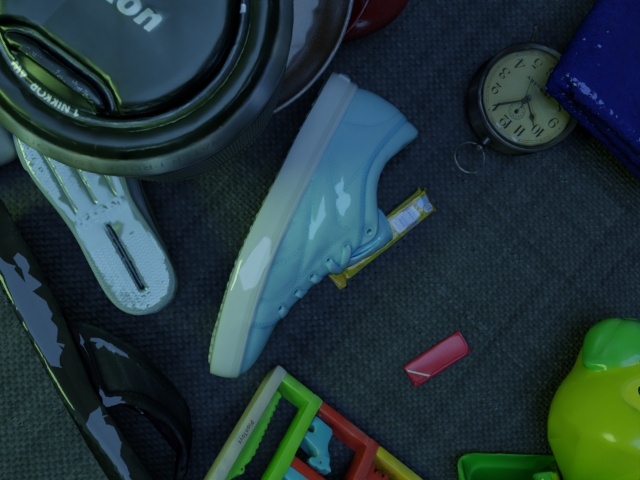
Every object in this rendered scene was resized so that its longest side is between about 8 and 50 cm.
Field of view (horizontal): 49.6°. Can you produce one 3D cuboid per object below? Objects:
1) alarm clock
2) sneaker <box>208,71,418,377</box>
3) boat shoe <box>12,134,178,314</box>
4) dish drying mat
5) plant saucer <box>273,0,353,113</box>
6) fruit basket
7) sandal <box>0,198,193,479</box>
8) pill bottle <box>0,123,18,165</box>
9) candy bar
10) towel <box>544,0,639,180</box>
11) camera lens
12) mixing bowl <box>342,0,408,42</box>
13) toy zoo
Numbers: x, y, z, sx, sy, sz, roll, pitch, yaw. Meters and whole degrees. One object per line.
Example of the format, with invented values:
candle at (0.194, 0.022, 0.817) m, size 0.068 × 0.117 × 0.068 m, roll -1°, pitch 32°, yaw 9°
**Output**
alarm clock at (0.229, -0.154, 0.832) m, size 0.129 × 0.064 × 0.192 m, roll 45°, pitch 82°, yaw -6°
sneaker at (0.000, 0.000, 0.769) m, size 0.150 × 0.135 × 0.366 m, roll 25°, pitch 88°, yaw -2°
boat shoe at (-0.246, -0.058, 0.754) m, size 0.109 × 0.094 × 0.302 m, roll -22°, pitch 96°, yaw -10°
dish drying mat at (0.144, 0.146, 0.854) m, size 0.083 × 0.008 × 0.032 m, roll -31°, pitch 94°, yaw -6°
plant saucer at (-0.121, -0.264, 0.703) m, size 0.310 × 0.050 × 0.311 m, roll 0°, pitch 92°, yaw -5°
fruit basket at (0.353, 0.289, 0.771) m, size 0.392 × 0.283 × 0.392 m, roll -2°, pitch 109°, yaw -5°
sandal at (-0.224, 0.143, 0.737) m, size 0.107 × 0.167 × 0.446 m, roll -29°, pitch 95°, yaw -24°
pill bottle at (-0.458, -0.102, 0.703) m, size 0.264 × 0.146 × 0.146 m, roll -24°, pitch 94°, yaw -7°
candy bar at (0.073, -0.005, 0.837) m, size 0.161 × 0.018 × 0.040 m, roll -38°, pitch 96°, yaw -5°
towel at (0.414, -0.227, 0.827) m, size 0.227 × 0.076 × 0.308 m, roll 37°, pitch 74°, yaw -9°
camera lens at (-0.134, -0.158, 0.547) m, size 0.219 × 0.274 × 0.219 m, roll 0°, pitch 94°, yaw -5°
mixing bowl at (0.041, -0.300, 0.770) m, size 0.098 × 0.181 × 0.181 m, roll -2°, pitch 91°, yaw -38°
toy zoo at (0.018, 0.300, 0.770) m, size 0.293 × 0.030 × 0.192 m, roll 39°, pitch 46°, yaw -8°
